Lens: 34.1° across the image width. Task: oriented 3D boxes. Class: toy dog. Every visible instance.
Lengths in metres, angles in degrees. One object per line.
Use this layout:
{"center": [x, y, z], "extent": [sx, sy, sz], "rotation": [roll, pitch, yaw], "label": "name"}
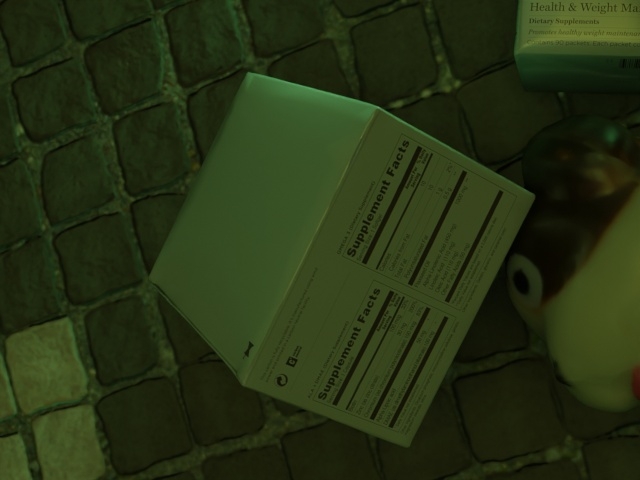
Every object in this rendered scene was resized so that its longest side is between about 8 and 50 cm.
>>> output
{"center": [0.333, 0.008, 0.725], "extent": [0.408, 0.284, 0.395], "rotation": [-4, 58, 19], "label": "toy dog"}

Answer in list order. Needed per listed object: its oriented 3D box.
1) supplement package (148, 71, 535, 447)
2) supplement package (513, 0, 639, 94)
{"center": [0.000, 0.000, 0.809], "extent": [0.145, 0.262, 0.204], "rotation": [25, 93, -27], "label": "supplement package"}
{"center": [0.261, -0.228, 0.829], "extent": [0.194, 0.149, 0.203], "rotation": [4, 88, 14], "label": "supplement package"}
